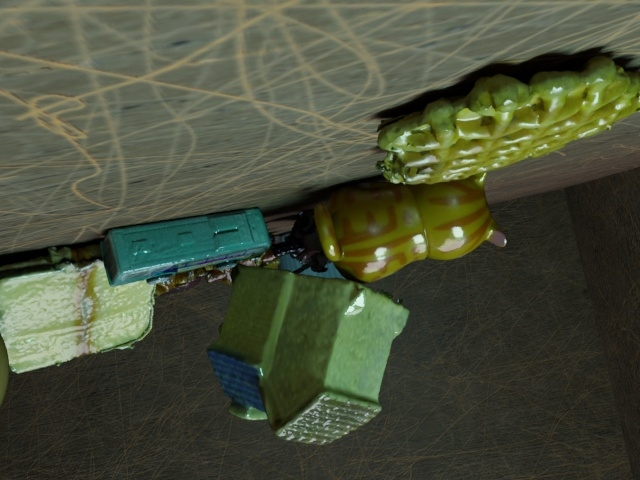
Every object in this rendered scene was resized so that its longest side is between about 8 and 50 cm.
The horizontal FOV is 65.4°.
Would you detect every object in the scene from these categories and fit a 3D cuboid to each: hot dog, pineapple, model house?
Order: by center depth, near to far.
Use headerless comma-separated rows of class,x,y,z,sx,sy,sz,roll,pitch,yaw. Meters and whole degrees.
model house,-0.027,0.199,0.878,0.320,0.267,0.261,4,162,39
pineapple,-0.369,0.073,1.197,0.186,0.115,0.236,-15,180,38
hot dog,-0.207,0.062,1.319,0.213,0.103,0.146,-25,144,6

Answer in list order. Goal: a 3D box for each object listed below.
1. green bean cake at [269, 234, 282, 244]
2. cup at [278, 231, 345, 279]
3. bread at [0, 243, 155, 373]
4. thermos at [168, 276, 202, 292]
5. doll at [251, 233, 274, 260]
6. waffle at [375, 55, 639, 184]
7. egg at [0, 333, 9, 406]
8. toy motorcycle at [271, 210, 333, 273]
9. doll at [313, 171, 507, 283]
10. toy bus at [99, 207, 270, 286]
green bean cake,-0.193,0.018,1.457,0.135,0.057,0.135,-12,178,-30
cup,0.019,0.109,1.661,0.330,0.312,0.256,-12,178,-35
bread,-0.407,0.102,0.841,0.263,0.199,0.236,-13,171,-35
thermos,-0.407,0.093,1.448,0.136,0.110,0.330,-11,177,-35
doll,-0.166,0.011,1.171,0.119,0.076,0.180,-16,179,-6
waffle,0.165,-0.103,0.487,0.290,0.051,0.291,-14,176,-1
egg,-0.612,0.206,0.659,0.373,0.302,0.301,-15,177,13
toy motorcycle,0.000,0.000,1.127,0.206,0.134,0.401,-14,179,23
doll,0.130,-0.029,0.787,0.269,0.167,0.162,-19,-160,-1
toy bus,-0.205,0.008,0.796,0.261,0.091,0.109,-13,172,-32
